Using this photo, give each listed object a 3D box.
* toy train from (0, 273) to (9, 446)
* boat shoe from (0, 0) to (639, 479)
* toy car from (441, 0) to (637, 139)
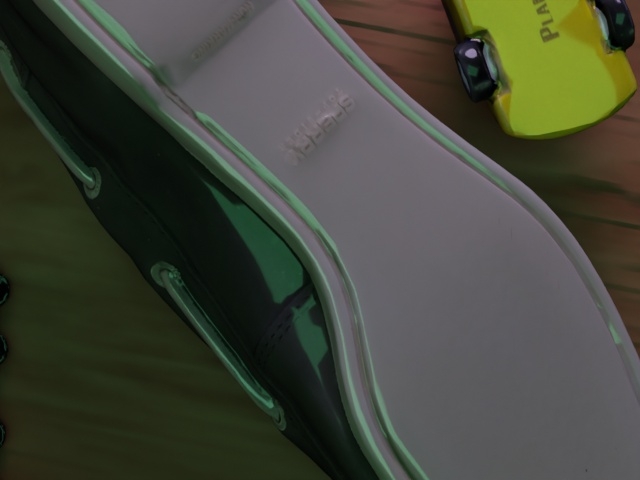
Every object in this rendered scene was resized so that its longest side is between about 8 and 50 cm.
[{"bbox_3d":[-0.136,0.085,0.557,0.036,0.027,0.158,1,88,5],"label":"toy train"},{"bbox_3d":[0.000,0.000,0.535,0.112,0.095,0.335,-39,92,-25],"label":"boat shoe"},{"bbox_3d":[0.022,-0.167,0.547,0.225,0.053,0.239,12,88,2],"label":"toy car"}]
